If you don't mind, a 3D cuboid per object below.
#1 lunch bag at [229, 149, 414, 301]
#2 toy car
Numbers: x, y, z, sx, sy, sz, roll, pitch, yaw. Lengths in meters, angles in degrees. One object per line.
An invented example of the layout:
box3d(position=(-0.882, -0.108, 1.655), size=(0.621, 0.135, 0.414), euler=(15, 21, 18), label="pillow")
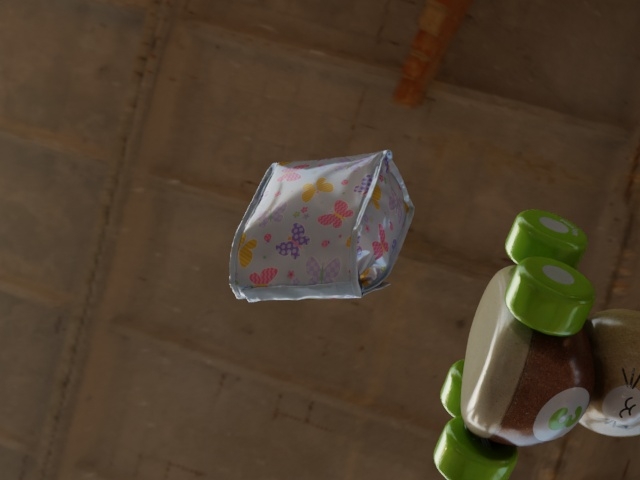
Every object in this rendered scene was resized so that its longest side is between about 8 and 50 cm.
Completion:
box3d(position=(0.000, 0.000, 0.560), size=(0.071, 0.083, 0.053), euler=(-6, -53, 26), label="lunch bag")
box3d(position=(0.190, 0.093, 0.751), size=(0.188, 0.149, 0.155), euler=(19, -64, 0), label="toy car")
